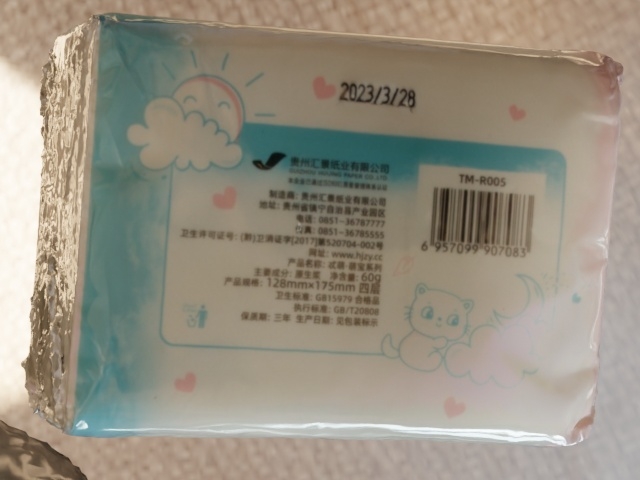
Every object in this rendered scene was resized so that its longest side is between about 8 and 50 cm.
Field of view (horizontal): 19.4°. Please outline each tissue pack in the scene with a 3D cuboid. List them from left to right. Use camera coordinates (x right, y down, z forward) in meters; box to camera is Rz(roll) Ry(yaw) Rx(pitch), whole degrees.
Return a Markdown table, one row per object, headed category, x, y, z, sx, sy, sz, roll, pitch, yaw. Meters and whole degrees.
| category | x | y | z | sx | sy | sz | roll | pitch | yaw |
| --- | --- | --- | --- | --- | --- | --- | --- | --- | --- |
| tissue pack | 0.000 | -0.003 | 0.907 | 0.271 | 0.124 | 0.201 | 4 | 94 | -19 |

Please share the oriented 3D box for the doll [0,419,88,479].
| category | x | y | z | sx | sy | sz | roll | pitch | yaw |
| --- | --- | --- | --- | --- | --- | --- | --- | --- | --- |
| doll | -0.162 | 0.103 | 0.441 | 0.340 | 0.246 | 0.158 | 45 | 131 | 3 |
